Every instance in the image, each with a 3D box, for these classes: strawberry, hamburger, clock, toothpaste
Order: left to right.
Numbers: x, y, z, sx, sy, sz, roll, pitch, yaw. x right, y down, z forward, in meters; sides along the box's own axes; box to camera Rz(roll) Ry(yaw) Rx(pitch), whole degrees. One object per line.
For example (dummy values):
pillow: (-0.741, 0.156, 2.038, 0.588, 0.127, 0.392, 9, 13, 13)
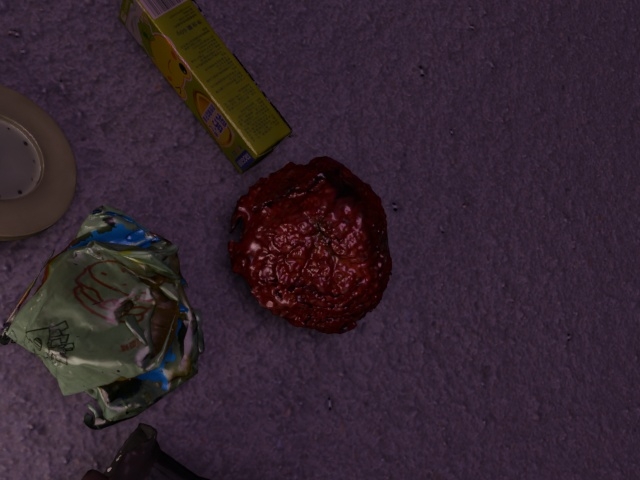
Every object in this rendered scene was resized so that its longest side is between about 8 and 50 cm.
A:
clock: (-0.445, -0.110, 0.936, 0.235, 0.029, 0.235, 25, 52, -36)
hamburger: (-0.278, 0.111, 0.958, 0.276, 0.150, 0.260, 48, 70, -9)
toothpaste: (-0.182, -0.261, 1.075, 0.077, 0.110, 0.327, -40, 97, -23)
strawberry: (0.000, 0.000, 1.047, 0.274, 0.220, 0.274, 5, 76, -21)

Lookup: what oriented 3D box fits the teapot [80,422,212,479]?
teapot: (-0.193, 0.454, 0.890, 0.362, 0.305, 0.376, 38, 99, -3)
